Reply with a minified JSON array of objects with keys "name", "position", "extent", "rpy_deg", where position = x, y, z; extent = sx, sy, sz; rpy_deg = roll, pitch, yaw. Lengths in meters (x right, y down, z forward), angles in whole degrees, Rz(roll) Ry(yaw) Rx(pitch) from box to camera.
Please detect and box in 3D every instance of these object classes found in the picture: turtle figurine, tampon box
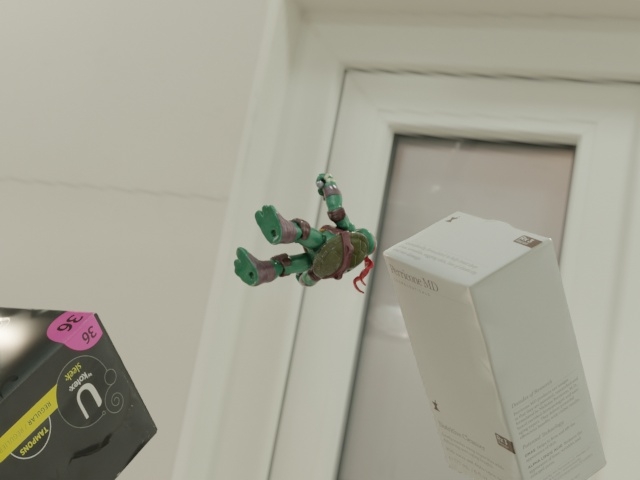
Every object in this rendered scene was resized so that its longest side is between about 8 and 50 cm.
[{"name":"turtle figurine","position":[0.000,0.000,1.538],"extent":[0.118,0.175,0.234],"rpy_deg":[29,23,38]},{"name":"tampon box","position":[-0.213,0.116,0.726],"extent":[0.161,0.120,0.101],"rpy_deg":[-1,-56,37]}]

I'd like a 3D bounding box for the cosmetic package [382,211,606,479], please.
[{"name":"cosmetic package","position":[0.250,0.170,1.625],"extent":[0.156,0.385,0.217],"rpy_deg":[-30,23,-22]}]
